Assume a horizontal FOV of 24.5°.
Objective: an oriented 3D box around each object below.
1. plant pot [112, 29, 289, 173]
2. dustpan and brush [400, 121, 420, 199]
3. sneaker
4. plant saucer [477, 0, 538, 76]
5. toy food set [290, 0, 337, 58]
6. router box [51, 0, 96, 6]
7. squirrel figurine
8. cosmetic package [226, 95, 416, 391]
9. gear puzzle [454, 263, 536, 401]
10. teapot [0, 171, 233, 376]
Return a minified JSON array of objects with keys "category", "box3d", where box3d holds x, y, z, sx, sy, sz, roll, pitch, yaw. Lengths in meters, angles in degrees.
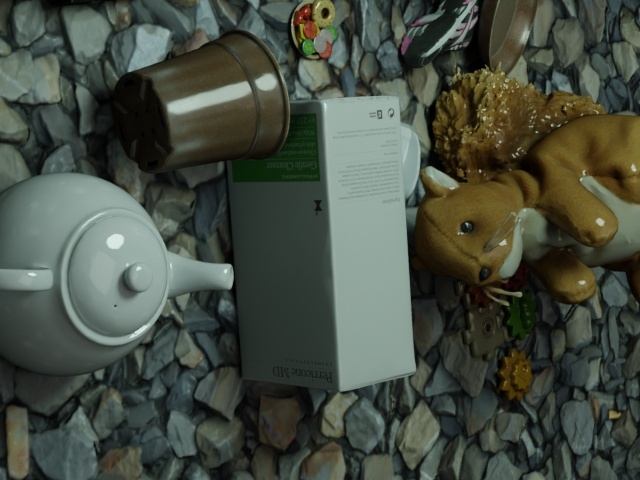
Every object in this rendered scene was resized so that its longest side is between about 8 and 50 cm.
[{"category":"plant pot","box3d":[-0.153,-0.160,1.793,0.165,0.167,0.167,-19,105,-35]},{"category":"dustpan and brush","box3d":[0.092,-0.079,2.104,0.147,0.060,0.211,15,80,-45]},{"category":"sneaker","box3d":[0.192,-0.307,2.198,0.178,0.072,0.077,-47,133,-28]},{"category":"plant saucer","box3d":[0.286,-0.349,2.273,0.198,0.036,0.199,-49,148,-45]},{"category":"toy food set","box3d":[-0.008,-0.289,2.024,0.083,0.020,0.083,-19,105,-44]},{"category":"router box","box3d":[-0.267,-0.372,1.739,0.133,0.046,0.179,-16,103,-45]},{"category":"squirrel figurine","box3d":[0.293,-0.070,2.166,0.370,0.397,0.281,-13,138,-12]},{"category":"cosmetic package","box3d":[0.000,0.000,1.919,0.155,0.197,0.366,-8,95,-45]},{"category":"gear puzzle","box3d":[0.289,0.098,2.322,0.175,0.044,0.339,-21,106,-43]},{"category":"teapot","box3d":[-0.264,0.039,1.654,0.256,0.187,0.252,-53,125,-30]}]
